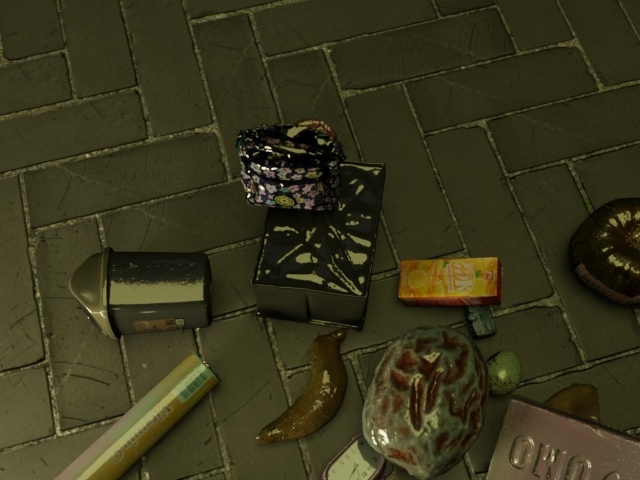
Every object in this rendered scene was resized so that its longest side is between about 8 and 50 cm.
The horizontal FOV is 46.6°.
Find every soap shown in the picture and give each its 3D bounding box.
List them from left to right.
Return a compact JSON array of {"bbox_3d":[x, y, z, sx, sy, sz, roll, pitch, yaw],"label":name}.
[{"bbox_3d":[0.481,0.484,1.461,0.296,0.107,0.285,14,90,27],"label":"soap"}]

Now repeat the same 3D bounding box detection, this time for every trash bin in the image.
[{"bbox_3d":[-0.385,0.116,1.632,0.291,0.209,0.182,-2,66,-7],"label":"trash bin"}]

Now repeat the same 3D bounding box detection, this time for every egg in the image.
[{"bbox_3d":[0.398,0.289,1.630,0.085,0.085,0.110,23,68,8],"label":"egg"}]

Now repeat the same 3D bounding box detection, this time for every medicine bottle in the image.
[{"bbox_3d":[-0.395,0.415,1.565,0.426,0.108,0.108,-42,74,-17],"label":"medicine bottle"}]

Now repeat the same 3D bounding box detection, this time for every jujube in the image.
[{"bbox_3d":[0.218,0.331,1.525,0.247,0.215,0.307,21,61,-14],"label":"jujube"}]

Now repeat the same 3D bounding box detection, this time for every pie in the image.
[{"bbox_3d":[-0.030,-0.238,1.867,0.155,0.036,0.154,0,68,0],"label":"pie"}]

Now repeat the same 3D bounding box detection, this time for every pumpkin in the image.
[{"bbox_3d":[0.709,0.015,1.690,0.261,0.189,0.260,1,66,-1],"label":"pumpkin"}]

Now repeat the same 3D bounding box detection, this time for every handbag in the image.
[{"bbox_3d":[-0.060,-0.146,1.518,0.229,0.207,0.126,8,63,7],"label":"handbag"}]

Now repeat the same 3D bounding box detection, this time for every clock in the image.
[{"bbox_3d":[0.081,0.482,1.567,0.153,0.050,0.110,-42,74,-16],"label":"clock"}]

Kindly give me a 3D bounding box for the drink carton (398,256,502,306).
[{"bbox_3d":[0.292,0.094,1.673,0.223,0.071,0.096,-3,66,23],"label":"drink carton"}]

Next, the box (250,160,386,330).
[{"bbox_3d":[0.000,0.000,1.679,0.251,0.204,0.344,8,68,4],"label":"box"}]

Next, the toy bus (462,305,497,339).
[{"bbox_3d":[0.355,0.144,1.711,0.065,0.047,0.165,-9,69,-7],"label":"toy bus"}]

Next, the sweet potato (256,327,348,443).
[{"bbox_3d":[-0.008,0.324,1.608,0.124,0.098,0.309,19,69,31],"label":"sweet potato"}]

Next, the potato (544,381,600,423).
[{"bbox_3d":[0.519,0.409,1.580,0.138,0.098,0.243,5,67,3],"label":"potato"}]
